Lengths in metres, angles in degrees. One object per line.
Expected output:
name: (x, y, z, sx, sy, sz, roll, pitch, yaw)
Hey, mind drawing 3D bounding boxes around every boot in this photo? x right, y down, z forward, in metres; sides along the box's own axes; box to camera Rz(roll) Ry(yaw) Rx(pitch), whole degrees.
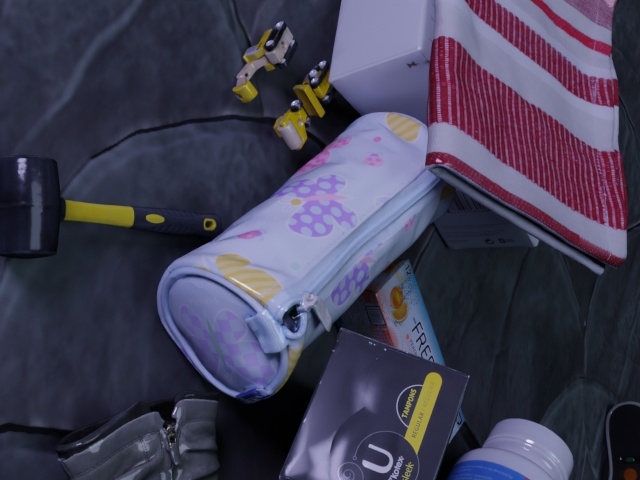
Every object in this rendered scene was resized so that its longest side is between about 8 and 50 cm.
boot: (-0.140, 0.195, 0.563, 0.246, 0.083, 0.161, -23, 99, -54)
boot: (0.456, 0.364, 1.260, 0.176, 0.088, 0.244, 35, 59, -46)

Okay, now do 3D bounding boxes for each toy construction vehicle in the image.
toy construction vehicle: (-0.029, -0.126, 0.737, 0.086, 0.035, 0.098, 53, 43, -37)

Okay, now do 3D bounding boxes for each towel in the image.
towel: (0.186, -0.158, 0.790, 0.237, 0.037, 0.329, 26, 57, -32)

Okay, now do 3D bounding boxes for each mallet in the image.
mallet: (-0.134, -0.007, 0.603, 0.190, 0.039, 0.062, 17, 74, -53)

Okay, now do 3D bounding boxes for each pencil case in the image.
pencil case: (0.000, 0.000, 0.692, 0.113, 0.124, 0.273, 53, 45, -6)

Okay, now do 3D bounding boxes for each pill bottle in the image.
pill bottle: (0.165, 0.281, 0.878, 0.221, 0.124, 0.124, -50, 125, -39)

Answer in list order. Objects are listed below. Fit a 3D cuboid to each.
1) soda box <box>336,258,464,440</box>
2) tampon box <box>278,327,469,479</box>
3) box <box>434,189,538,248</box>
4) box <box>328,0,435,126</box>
soda box: (0.070, 0.108, 0.822, 0.063, 0.058, 0.183, -42, 120, -43)
tampon box: (0.034, 0.162, 0.683, 0.161, 0.101, 0.120, 98, 14, -62)
box: (0.167, -0.054, 0.913, 0.102, 0.101, 0.087, 54, 49, -36)
box: (0.088, -0.183, 0.813, 0.130, 0.091, 0.170, 41, 48, -42)
